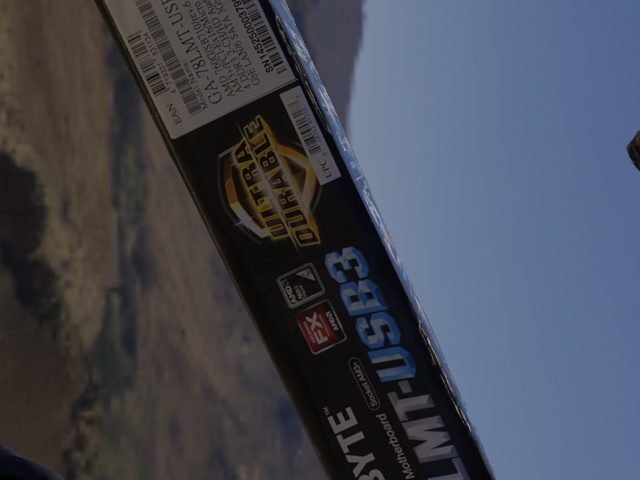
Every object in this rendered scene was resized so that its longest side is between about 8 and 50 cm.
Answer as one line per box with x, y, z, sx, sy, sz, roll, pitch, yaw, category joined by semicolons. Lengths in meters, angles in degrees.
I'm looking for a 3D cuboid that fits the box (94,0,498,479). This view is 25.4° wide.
0.000;0.000;0.704;0.295;0.073;0.293;-61;127;-86;box

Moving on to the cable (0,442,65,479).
-0.125;0.116;0.326;0.047;0.184;0.151;-34;-112;59;cable

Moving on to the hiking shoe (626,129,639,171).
0.294;-0.101;0.894;0.227;0.086;0.114;-12;-137;54;hiking shoe
